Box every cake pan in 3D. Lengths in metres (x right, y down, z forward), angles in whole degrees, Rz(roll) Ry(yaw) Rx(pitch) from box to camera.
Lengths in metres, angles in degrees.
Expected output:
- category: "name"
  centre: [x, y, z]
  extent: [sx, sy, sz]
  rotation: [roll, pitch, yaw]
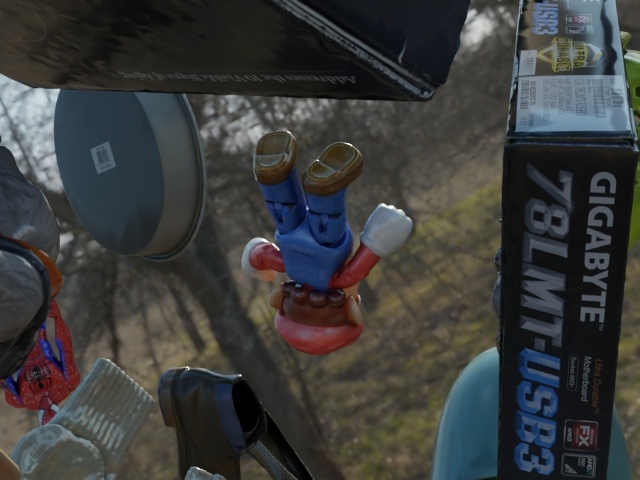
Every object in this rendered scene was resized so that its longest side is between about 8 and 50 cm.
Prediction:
- category: "cake pan"
  centre: [-0.257, -0.108, 1.486]
  extent: [0.054, 0.293, 0.293]
  rotation: [-18, -4, -40]

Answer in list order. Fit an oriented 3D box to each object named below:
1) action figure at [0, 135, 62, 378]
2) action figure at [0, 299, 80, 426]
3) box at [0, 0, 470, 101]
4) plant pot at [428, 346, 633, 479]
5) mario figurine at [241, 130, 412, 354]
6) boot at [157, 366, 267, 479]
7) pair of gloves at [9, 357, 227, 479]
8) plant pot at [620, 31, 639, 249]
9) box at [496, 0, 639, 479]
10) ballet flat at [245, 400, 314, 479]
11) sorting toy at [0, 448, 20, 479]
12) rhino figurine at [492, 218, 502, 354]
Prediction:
- category: "action figure"
  centre: [-0.262, 0.076, 0.582]
  extent: [0.341, 0.178, 0.330]
  rotation: [-13, 30, 49]
- category: "action figure"
  centre: [-0.325, 0.070, 1.216]
  extent: [0.091, 0.280, 0.139]
  rotation: [-19, -23, -11]
- category: "box"
  centre: [-0.203, -0.306, 0.709]
  extent: [0.480, 0.297, 0.472]
  rotation: [9, -13, 45]
- category: "plant pot"
  centre: [0.299, 0.289, 1.635]
  extent: [0.293, 0.293, 0.235]
  rotation: [-26, 43, 37]
- category: "mario figurine"
  centre: [0.000, 0.000, 1.434]
  extent: [0.170, 0.320, 0.198]
  rotation: [-24, 45, -20]
- category: "boot"
  centre: [-0.109, 0.248, 1.339]
  extent: [0.106, 0.219, 0.082]
  rotation: [-8, 20, 37]
- category: "pair of gloves"
  centre: [-0.172, 0.247, 1.016]
  extent: [0.042, 0.240, 0.204]
  rotation: [-21, 23, 49]
- category: "plant pot"
  centre: [0.402, -0.150, 1.525]
  extent: [0.227, 0.207, 0.228]
  rotation: [-56, -8, 21]
- category: "box"
  centre: [0.155, 0.006, 0.740]
  extent: [0.073, 0.295, 0.293]
  rotation: [3, 29, 12]
- category: "ballet flat"
  centre: [-0.056, 0.287, 1.542]
  extent: [0.084, 0.250, 0.058]
  rotation: [4, -46, -52]
- category: "sorting toy"
  centre: [-0.260, 0.185, 0.722]
  extent: [0.047, 0.347, 0.196]
  rotation: [-10, 43, 22]
- category: "rhino figurine"
  centre: [0.207, 0.023, 1.133]
  extent: [0.073, 0.243, 0.106]
  rotation: [3, -39, 5]
